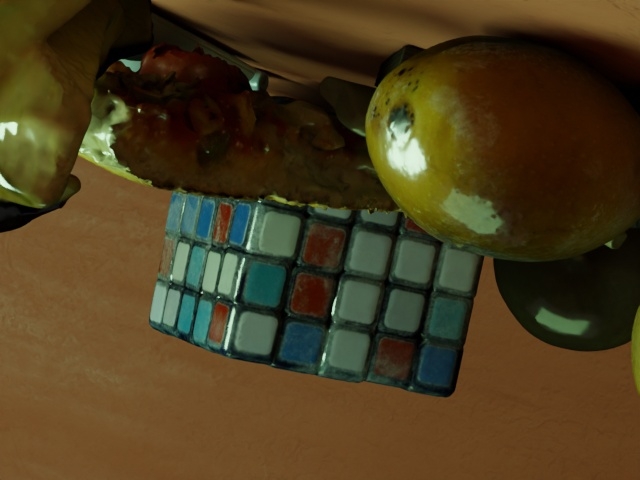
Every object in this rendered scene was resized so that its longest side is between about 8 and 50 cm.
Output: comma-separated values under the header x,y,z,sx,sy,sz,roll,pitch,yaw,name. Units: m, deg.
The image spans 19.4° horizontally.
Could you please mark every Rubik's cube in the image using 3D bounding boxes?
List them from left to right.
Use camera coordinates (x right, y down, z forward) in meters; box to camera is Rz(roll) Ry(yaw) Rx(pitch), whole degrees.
x,y,z,sx,sy,sz,roll,pitch,yaw,name
0.000,0.000,2.120,0.292,0.293,0.287,13,180,-24,Rubik's cube

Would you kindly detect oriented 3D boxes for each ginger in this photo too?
x,y,z,sx,sy,sz,roll,pitch,yaw,name
-0.299,-0.185,1.405,0.413,0.358,0.211,17,135,21,ginger

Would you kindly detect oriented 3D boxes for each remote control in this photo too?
x,y,z,sx,sy,sz,roll,pitch,yaw,name
-0.180,-0.196,1.842,0.109,0.055,0.313,17,179,26,remote control

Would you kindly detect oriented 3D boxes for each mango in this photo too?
x,y,z,sx,sy,sz,roll,pitch,yaw,name
0.144,-0.064,1.294,0.193,0.146,0.316,20,-170,25,mango

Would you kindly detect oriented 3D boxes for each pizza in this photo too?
x,y,z,sx,sy,sz,roll,pitch,yaw,name
-0.073,-0.105,1.707,0.406,0.130,0.440,10,-175,-13,pizza

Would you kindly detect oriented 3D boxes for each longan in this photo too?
x,y,z,sx,sy,sz,roll,pitch,yaw,name
0.317,0.040,2.285,0.220,0.196,0.196,13,179,-5,longan

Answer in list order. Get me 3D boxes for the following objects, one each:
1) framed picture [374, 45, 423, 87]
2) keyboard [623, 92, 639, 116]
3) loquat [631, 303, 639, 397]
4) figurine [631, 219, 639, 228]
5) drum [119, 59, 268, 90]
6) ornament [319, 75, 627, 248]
x,y,z,sx,sy,sz,roll,pitch,yaw,name
0.116,-0.124,1.549,0.128,0.023,0.168,18,179,-5,framed picture
0.250,-0.087,1.417,0.101,0.018,0.310,19,179,-9,keyboard
0.417,0.099,1.728,0.263,0.263,0.263,18,179,0,loquat
0.330,-0.042,1.881,0.060,0.047,0.106,-18,171,-2,figurine
-0.169,-0.191,2.093,0.253,0.049,0.130,14,177,12,drum
0.132,-0.075,1.644,0.245,0.061,0.230,37,-158,30,ornament
